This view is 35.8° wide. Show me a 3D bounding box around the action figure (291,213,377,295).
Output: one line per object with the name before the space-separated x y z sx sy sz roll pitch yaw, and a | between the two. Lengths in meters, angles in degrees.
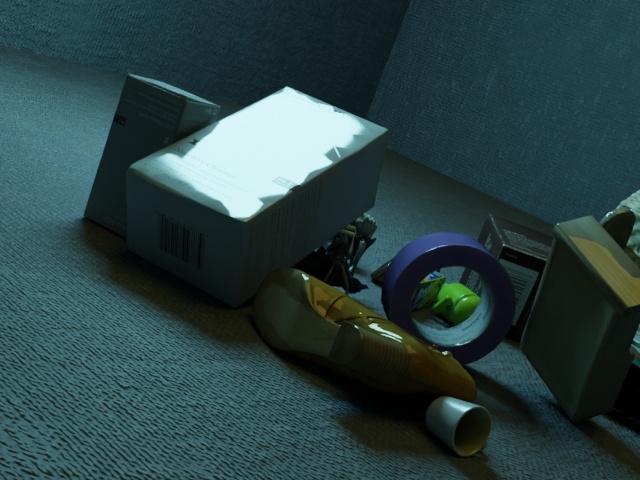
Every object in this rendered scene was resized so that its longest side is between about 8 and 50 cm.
action figure | 0.000 0.000 1.671 0.164 0.141 0.275 18 9 -22

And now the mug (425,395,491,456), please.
mug | 0.159 0.221 1.176 0.062 0.078 0.064 -26 28 -29

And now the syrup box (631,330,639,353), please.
syrup box | 0.531 0.197 1.803 0.096 0.093 0.237 12 14 -36

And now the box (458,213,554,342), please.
box | 0.372 0.076 1.859 0.167 0.168 0.203 19 18 -4

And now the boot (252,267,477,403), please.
boot | 0.053 0.137 1.296 0.211 0.104 0.295 27 -1 -34

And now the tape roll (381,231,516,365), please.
tape roll | 0.189 0.087 1.477 0.189 0.189 0.080 19 12 -10

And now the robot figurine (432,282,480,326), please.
robot figurine | 0.248 0.117 1.740 0.101 0.067 0.115 24 9 -30

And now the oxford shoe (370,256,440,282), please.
oxford shoe | 0.173 0.058 1.892 0.212 0.076 0.076 -13 75 -53

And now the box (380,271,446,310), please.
box | 0.168 0.085 1.764 0.054 0.059 0.169 25 12 22

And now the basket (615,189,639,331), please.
basket | 0.781 0.079 2.126 0.331 0.328 0.266 29 33 28

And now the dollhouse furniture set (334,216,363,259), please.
dollhouse furniture set | 0.000 -0.032 1.925 0.129 0.129 0.183 19 -12 -9

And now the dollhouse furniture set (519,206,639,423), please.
dollhouse furniture set | 0.525 0.081 1.466 0.394 0.256 0.362 -13 47 -19

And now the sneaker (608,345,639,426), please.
sneaker | 0.457 0.206 1.601 0.121 0.108 0.302 16 13 -44

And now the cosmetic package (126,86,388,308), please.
cosmetic package | -0.087 -0.080 1.503 0.217 0.156 0.385 25 39 22

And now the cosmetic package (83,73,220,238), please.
cosmetic package | -0.260 -0.121 1.527 0.127 0.238 0.107 23 9 24
